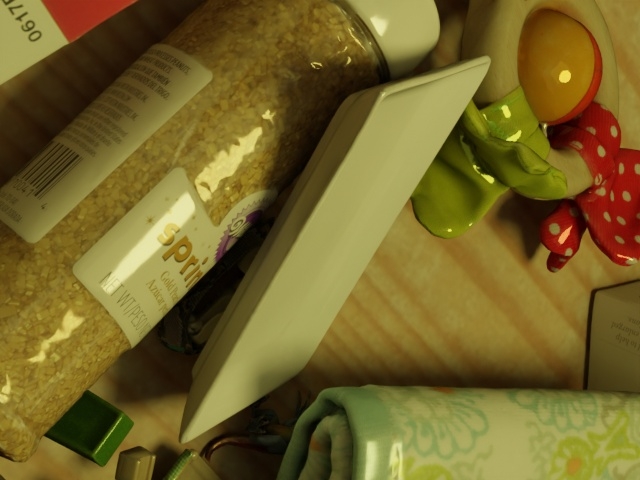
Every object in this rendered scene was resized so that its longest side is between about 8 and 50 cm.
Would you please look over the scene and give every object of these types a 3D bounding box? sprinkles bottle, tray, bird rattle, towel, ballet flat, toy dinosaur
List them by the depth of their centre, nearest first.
[{"bbox_3d":[-0.088,-0.040,0.825,0.355,0.121,0.121,-46,125,-14],"label":"sprinkles bottle"},{"bbox_3d":[0.000,0.000,0.872,0.145,0.030,0.270,-24,149,-55],"label":"tray"},{"bbox_3d":[-0.053,0.032,0.923,0.114,0.041,0.041,-45,125,-16],"label":"ballet flat"},{"bbox_3d":[-0.023,0.133,0.989,0.090,0.047,0.082,-28,135,12],"label":"toy dinosaur"},{"bbox_3d":[0.163,-0.087,0.991,0.254,0.143,0.206,7,84,-39],"label":"bird rattle"},{"bbox_3d":[0.085,0.272,1.033,0.321,0.090,0.374,4,113,-38],"label":"towel"}]

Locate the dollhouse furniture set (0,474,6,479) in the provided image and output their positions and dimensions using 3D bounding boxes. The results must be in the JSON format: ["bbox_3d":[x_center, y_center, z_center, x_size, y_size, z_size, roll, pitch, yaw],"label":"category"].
[{"bbox_3d":[-0.201,0.129,0.758,0.161,0.182,0.101,25,89,-37],"label":"dollhouse furniture set"}]

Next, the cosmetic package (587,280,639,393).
[{"bbox_3d":[0.329,0.114,1.148,0.184,0.151,0.151,-10,110,-34],"label":"cosmetic package"}]

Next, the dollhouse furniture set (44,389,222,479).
[{"bbox_3d":[-0.126,0.147,0.918,0.076,0.059,0.151,-55,146,-17],"label":"dollhouse furniture set"}]

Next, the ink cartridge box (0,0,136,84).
[{"bbox_3d":[-0.243,-0.145,0.615,0.306,0.131,0.226,-34,131,-5],"label":"ink cartridge box"}]
